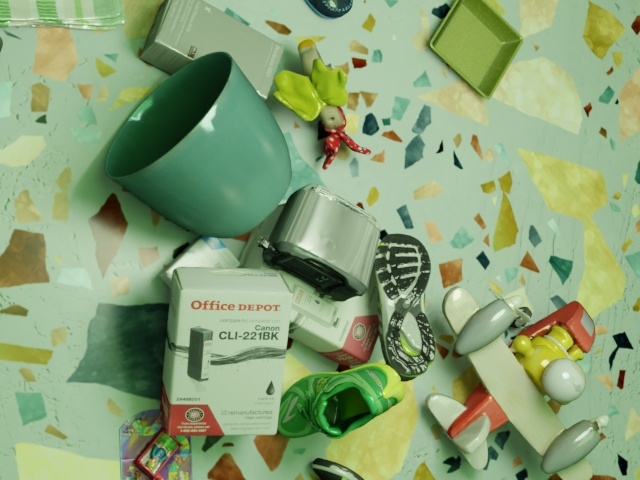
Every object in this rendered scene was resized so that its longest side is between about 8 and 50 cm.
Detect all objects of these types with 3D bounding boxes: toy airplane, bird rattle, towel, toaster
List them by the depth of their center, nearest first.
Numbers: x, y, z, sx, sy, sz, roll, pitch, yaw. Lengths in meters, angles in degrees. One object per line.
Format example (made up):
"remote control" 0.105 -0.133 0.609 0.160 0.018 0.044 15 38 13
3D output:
"towel" -0.515 -0.491 1.768 0.324 0.038 0.248 -7 86 -28
"toaster" 0.000 0.000 1.795 0.227 0.129 0.146 29 66 -19
"bird rattle" 0.017 -0.276 1.951 0.253 0.143 0.207 46 27 -53
"toy airplane" 0.409 0.293 2.026 0.386 0.272 0.385 9 80 -27

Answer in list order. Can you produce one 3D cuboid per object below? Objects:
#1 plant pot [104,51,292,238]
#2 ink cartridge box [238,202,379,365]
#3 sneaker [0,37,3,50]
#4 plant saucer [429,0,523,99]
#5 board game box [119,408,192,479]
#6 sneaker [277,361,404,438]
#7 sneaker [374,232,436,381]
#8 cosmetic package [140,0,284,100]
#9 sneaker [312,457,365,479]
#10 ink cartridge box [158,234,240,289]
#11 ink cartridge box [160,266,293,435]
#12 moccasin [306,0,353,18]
"plant pot" -0.192 -0.143 1.767 0.235 0.293 0.293 46 65 -30
"ink cartridge box" -0.012 0.086 1.915 0.283 0.117 0.207 30 71 -22
"sneaker" -0.682 -0.292 1.603 0.340 0.125 0.140 4 83 -27
"plant saucer" 0.333 -0.430 2.209 0.188 0.045 0.188 39 68 -18
"board game box" -0.285 0.384 1.779 0.133 0.033 0.169 1 84 -28
"sneaker" 0.012 0.295 1.810 0.123 0.295 0.109 -30 92 -51
"sneaker" 0.145 0.126 1.874 0.111 0.121 0.300 6 62 -8
"cosmetic package" -0.201 -0.352 1.882 0.238 0.107 0.127 22 70 -21
"sneaker" 0.061 0.512 1.919 0.234 0.084 0.097 45 67 -16
"ink cartridge box" -0.223 0.054 1.844 0.122 0.052 0.088 -46 105 -26
"ink cartridge box" -0.166 0.192 1.748 0.197 0.114 0.273 2 106 -16
"moccasin" -0.011 -0.616 2.007 0.137 0.117 0.342 -22 94 -28
